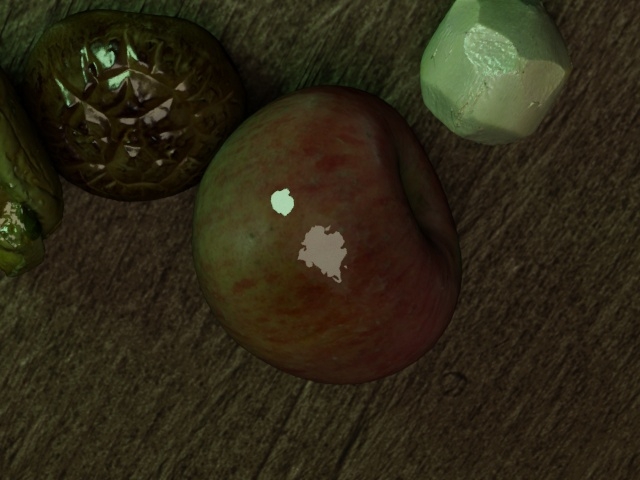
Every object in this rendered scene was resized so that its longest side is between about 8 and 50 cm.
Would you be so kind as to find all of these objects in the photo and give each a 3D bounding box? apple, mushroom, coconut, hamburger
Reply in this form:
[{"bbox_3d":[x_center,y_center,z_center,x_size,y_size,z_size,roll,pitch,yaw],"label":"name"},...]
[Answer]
[{"bbox_3d":[0.000,0.000,1.647,0.269,0.344,0.344,-20,117,22],"label":"apple"},{"bbox_3d":[-0.211,-0.151,1.654,0.253,0.153,0.253,0,127,0],"label":"mushroom"},{"bbox_3d":[0.198,-0.197,1.636,0.161,0.161,0.162,22,121,-13],"label":"coconut"},{"bbox_3d":[-0.383,-0.107,1.614,0.134,0.265,0.285,-43,125,-24],"label":"hamburger"}]
